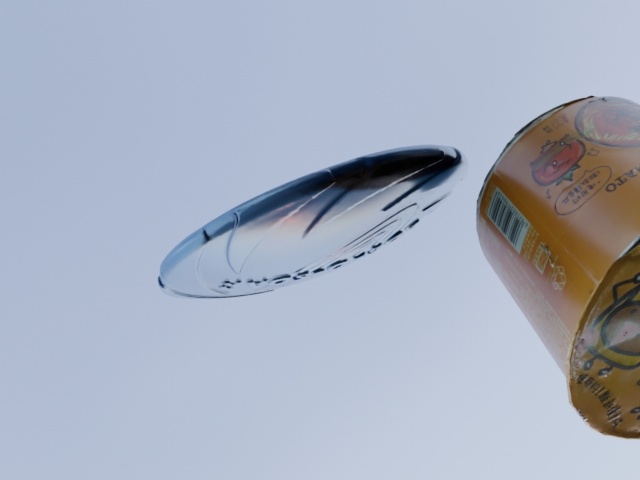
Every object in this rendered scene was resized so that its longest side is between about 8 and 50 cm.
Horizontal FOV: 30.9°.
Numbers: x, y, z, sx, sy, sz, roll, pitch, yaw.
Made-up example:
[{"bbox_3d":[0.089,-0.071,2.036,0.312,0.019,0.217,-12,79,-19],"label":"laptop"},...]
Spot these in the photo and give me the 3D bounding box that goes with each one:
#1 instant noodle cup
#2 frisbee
[{"bbox_3d":[0.222,0.006,0.822,0.215,0.172,0.216,-14,-51,-19],"label":"instant noodle cup"},{"bbox_3d":[0.000,0.000,0.843,0.242,0.242,0.045,-16,-103,-32],"label":"frisbee"}]
